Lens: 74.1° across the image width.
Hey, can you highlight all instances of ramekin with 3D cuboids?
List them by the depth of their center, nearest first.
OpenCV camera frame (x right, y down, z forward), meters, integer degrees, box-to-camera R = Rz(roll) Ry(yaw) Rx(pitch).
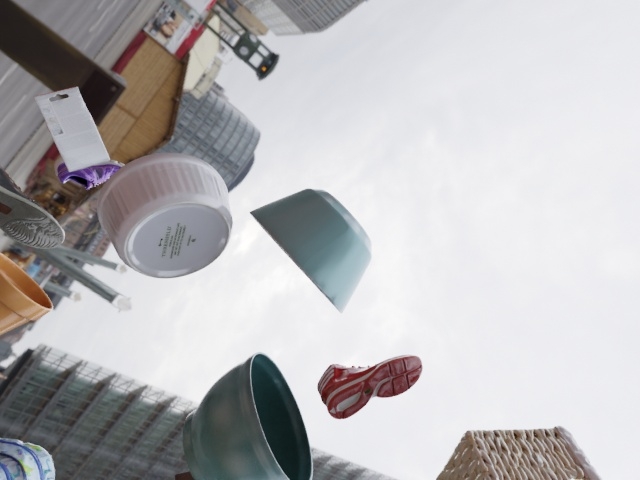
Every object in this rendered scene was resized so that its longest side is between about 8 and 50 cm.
[{"bbox_3d":[-0.309,-0.037,0.889,0.273,0.273,0.127,-46,-127,15],"label":"ramekin"}]

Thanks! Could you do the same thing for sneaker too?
[{"bbox_3d":[-0.589,-0.081,0.811,0.083,0.222,0.118,-37,-138,1],"label":"sneaker"},{"bbox_3d":[0.093,0.274,0.887,0.221,0.086,0.128,-15,-163,-19],"label":"sneaker"},{"bbox_3d":[-0.545,-0.155,1.026,0.068,0.170,0.071,-26,-107,45],"label":"sneaker"}]

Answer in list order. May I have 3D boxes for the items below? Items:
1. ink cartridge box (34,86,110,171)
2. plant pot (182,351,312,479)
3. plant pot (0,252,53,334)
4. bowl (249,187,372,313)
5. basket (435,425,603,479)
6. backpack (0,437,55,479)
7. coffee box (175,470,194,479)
[{"bbox_3d":[-0.377,-0.169,0.648,0.063,0.115,0.029,-23,-151,-21],"label":"ink cartridge box"},{"bbox_3d":[-0.167,0.417,0.917,0.196,0.293,0.293,-25,-146,4],"label":"plant pot"},{"bbox_3d":[-1.106,0.199,1.441,0.203,0.290,0.291,-44,-155,-18],"label":"plant pot"},{"bbox_3d":[0.000,0.000,0.975,0.163,0.311,0.311,-42,-151,-4],"label":"bowl"},{"bbox_3d":[0.410,0.612,0.869,0.328,0.267,0.331,-101,-158,-57],"label":"basket"},{"bbox_3d":[-0.957,0.713,1.213,0.273,0.356,0.290,101,-9,-72],"label":"backpack"},{"bbox_3d":[-0.356,0.821,1.265,0.168,0.119,0.297,-111,-158,-44],"label":"coffee box"}]
